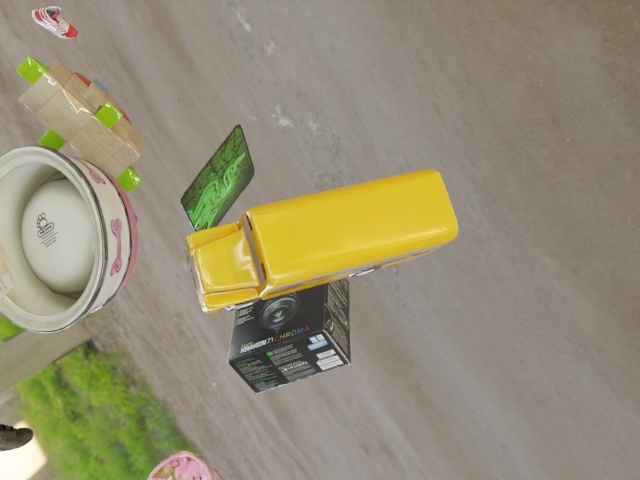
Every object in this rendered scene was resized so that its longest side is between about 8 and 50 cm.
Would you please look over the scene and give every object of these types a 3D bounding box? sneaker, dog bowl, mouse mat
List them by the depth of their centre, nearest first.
[{"bbox_3d":[-0.182,-0.101,1.286,0.007,0.189,0.152,24,154,21],"label":"mouse mat"},{"bbox_3d":[-0.676,0.390,1.450,0.051,0.170,0.089,26,115,46],"label":"sneaker"},{"bbox_3d":[-0.587,-0.007,1.588,0.408,0.150,0.408,3,97,27],"label":"dog bowl"},{"bbox_3d":[-0.630,-0.528,1.716,0.067,0.118,0.042,0,76,41],"label":"sneaker"}]

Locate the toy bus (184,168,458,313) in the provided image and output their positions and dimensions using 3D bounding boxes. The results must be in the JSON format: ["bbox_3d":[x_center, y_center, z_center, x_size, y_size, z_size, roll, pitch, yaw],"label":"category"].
[{"bbox_3d":[0.000,0.000,0.923,0.130,0.333,0.108,141,114,-69],"label":"toy bus"}]

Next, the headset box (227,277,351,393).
[{"bbox_3d":[-0.065,0.178,1.644,0.246,0.283,0.131,-20,126,19],"label":"headset box"}]

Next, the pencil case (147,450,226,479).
[{"bbox_3d":[-0.302,0.615,1.687,0.167,0.160,0.386,45,163,21],"label":"pencil case"}]

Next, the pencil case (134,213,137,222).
[{"bbox_3d":[-0.525,-0.013,1.802,0.064,0.151,0.070,1,137,19],"label":"pencil case"}]

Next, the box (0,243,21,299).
[{"bbox_3d":[-0.558,0.092,0.888,0.148,0.311,0.121,23,143,22],"label":"box"}]

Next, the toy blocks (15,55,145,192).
[{"bbox_3d":[-0.590,-0.323,1.807,0.381,0.191,0.261,44,-167,-24],"label":"toy blocks"}]
